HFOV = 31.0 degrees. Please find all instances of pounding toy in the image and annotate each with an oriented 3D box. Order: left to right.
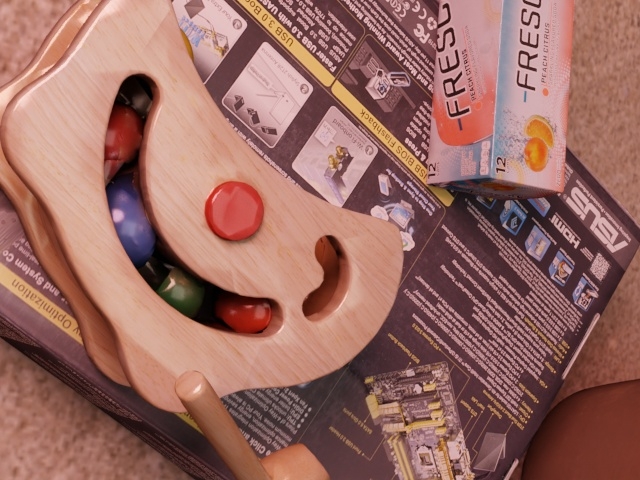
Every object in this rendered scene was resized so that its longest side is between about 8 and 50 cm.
[{"bbox_3d":[-0.035,0.005,0.540,0.154,0.155,0.269,-33,108,-21],"label":"pounding toy"}]

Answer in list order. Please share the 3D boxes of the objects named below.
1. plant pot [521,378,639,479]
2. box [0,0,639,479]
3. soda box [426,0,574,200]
[{"bbox_3d":[0.272,0.189,0.816,0.263,0.229,0.263,-2,94,-33],"label":"plant pot"},{"bbox_3d":[0.000,0.000,0.709,0.395,0.097,0.318,42,69,-27],"label":"box"},{"bbox_3d":[0.109,-0.118,0.690,0.063,0.058,0.183,9,82,-35],"label":"soda box"}]
